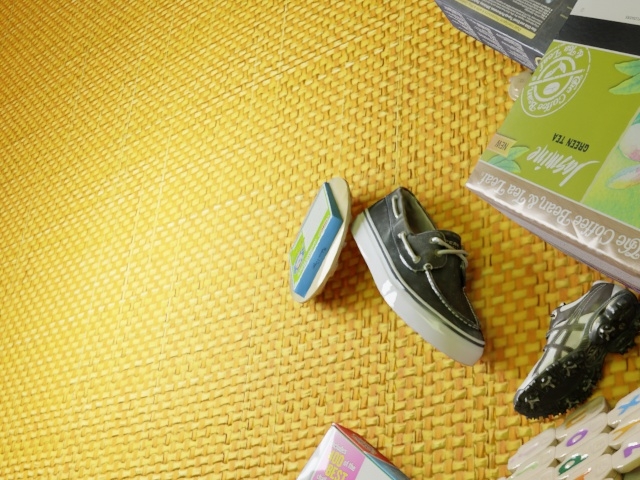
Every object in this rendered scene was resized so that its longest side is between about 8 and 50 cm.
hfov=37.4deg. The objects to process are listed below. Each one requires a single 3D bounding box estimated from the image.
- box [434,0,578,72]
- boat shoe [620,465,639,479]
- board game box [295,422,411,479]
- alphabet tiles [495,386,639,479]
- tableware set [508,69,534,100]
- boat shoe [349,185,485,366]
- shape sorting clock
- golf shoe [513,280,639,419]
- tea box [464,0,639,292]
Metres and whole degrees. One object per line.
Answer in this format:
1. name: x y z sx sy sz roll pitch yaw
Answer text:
1. box: 0.387 -0.381 1.335 0.318 0.097 0.395 -48 43 2
2. boat shoe: 0.378 0.316 0.833 0.103 0.118 0.320 -41 38 21
3. board game box: 0.016 0.434 1.221 0.316 0.064 0.242 -56 42 1
4. alphabet tiles: 0.254 0.253 1.001 0.278 0.284 0.021 -39 90 18
5. tableware set: 0.327 -0.206 1.349 0.141 0.020 0.168 -15 52 31
6. boat shoe: 0.142 0.030 1.304 0.119 0.121 0.335 -49 41 15
7. shape sorting clock: 0.000 0.000 1.474 0.206 0.040 0.206 -159 90 -75
8. golf shoe: 0.303 0.132 1.144 0.198 0.077 0.094 -45 29 7
9. tea box: 0.392 -0.104 1.028 0.323 0.220 0.329 -60 29 4
